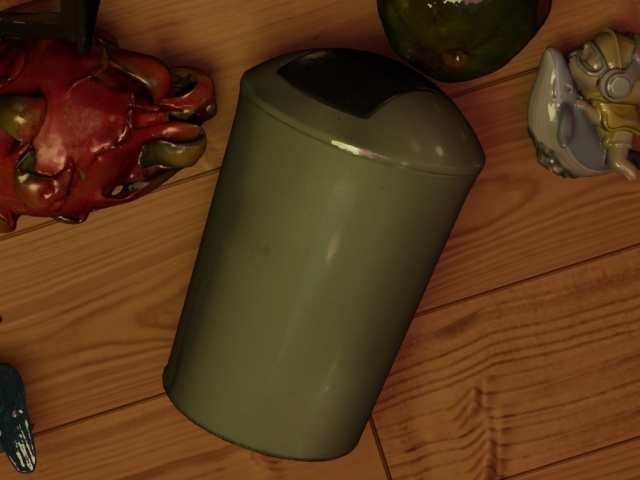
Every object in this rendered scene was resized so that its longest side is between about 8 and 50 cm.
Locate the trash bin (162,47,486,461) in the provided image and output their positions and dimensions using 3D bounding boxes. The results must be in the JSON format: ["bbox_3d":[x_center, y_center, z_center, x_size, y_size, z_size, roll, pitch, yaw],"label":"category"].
[{"bbox_3d":[0.000,0.000,1.752,0.280,0.280,0.432,17,108,-10],"label":"trash bin"}]

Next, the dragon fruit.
[{"bbox_3d":[-0.276,-0.131,1.707,0.307,0.227,0.243,-34,124,2],"label":"dragon fruit"}]

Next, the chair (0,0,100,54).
[{"bbox_3d":[-0.221,-0.328,1.600,0.416,0.241,0.203,9,148,-1],"label":"chair"}]

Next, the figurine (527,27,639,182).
[{"bbox_3d":[0.323,-0.148,1.814,0.184,0.128,0.208,-46,113,6],"label":"figurine"}]

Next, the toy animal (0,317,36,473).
[{"bbox_3d":[-0.420,0.193,1.841,0.239,0.255,0.176,-4,142,36],"label":"toy animal"}]

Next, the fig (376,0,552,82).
[{"bbox_3d":[0.166,-0.290,1.726,0.195,0.245,0.195,14,141,12],"label":"fig"}]
